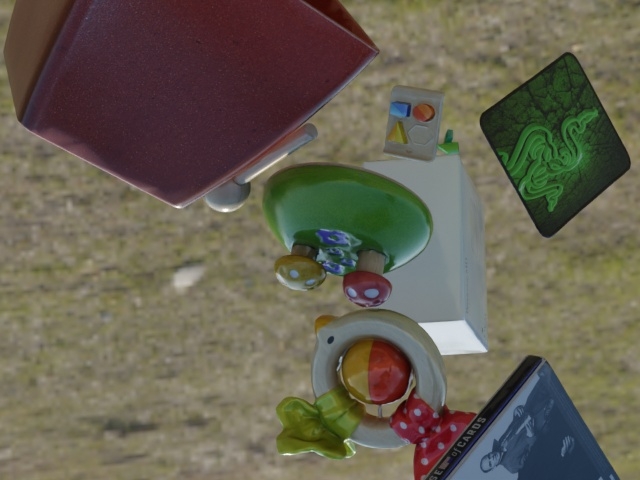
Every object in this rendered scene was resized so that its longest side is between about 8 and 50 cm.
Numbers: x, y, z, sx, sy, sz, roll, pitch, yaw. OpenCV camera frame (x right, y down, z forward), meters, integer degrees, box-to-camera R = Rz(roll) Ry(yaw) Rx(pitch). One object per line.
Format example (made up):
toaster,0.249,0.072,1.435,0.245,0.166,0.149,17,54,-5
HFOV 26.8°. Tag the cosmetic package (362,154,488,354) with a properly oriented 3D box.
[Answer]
cosmetic package,0.146,0.026,1.822,0.138,0.224,0.225,-4,164,16

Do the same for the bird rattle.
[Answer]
bird rattle,0.071,0.182,1.535,0.253,0.207,0.143,4,-165,33

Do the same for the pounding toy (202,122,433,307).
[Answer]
pounding toy,0.000,0.000,1.373,0.237,0.110,0.183,33,147,-34

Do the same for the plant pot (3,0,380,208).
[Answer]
plant pot,-0.149,-0.192,1.240,0.267,0.267,0.235,28,107,-30

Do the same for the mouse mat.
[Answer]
mouse mat,0.258,-0.107,1.457,0.190,0.152,0.007,-36,-170,-36

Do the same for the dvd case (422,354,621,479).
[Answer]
dvd case,0.157,0.244,1.152,0.238,0.179,0.029,-45,-153,-23

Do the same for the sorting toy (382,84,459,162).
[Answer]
sorting toy,0.087,-0.097,1.135,0.083,0.062,0.012,15,-172,42
